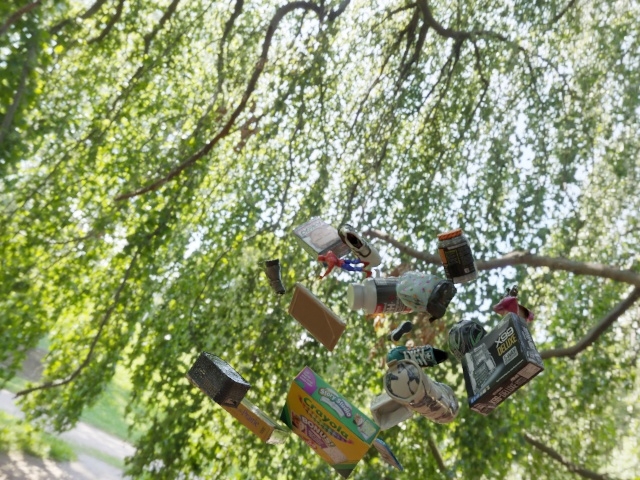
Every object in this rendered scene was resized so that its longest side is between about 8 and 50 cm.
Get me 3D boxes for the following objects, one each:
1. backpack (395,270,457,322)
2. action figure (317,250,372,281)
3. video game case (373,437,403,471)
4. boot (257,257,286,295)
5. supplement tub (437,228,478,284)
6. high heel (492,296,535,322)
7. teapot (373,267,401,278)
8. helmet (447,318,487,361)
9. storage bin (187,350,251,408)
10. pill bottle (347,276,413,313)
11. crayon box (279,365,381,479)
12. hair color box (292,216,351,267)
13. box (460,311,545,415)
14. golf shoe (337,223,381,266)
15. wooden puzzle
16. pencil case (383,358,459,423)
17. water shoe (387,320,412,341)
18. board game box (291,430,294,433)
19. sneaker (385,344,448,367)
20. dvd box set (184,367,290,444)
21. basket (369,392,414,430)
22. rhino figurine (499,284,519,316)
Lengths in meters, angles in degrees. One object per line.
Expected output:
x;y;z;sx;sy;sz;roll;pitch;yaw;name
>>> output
0.348;0.176;1.402;0.181;0.152;0.115;13;-38;49;backpack
0.085;0.128;1.870;0.280;0.092;0.139;19;-49;-33;action figure
0.285;0.930;1.811;0.119;0.015;0.166;-4;-58;58;video game case
-0.215;0.166;1.805;0.083;0.161;0.246;-12;-1;-16;boot
0.507;0.058;1.538;0.116;0.116;0.191;-15;-87;49;supplement tub
0.872;0.295;1.785;0.243;0.082;0.117;21;-38;-20;high heel
0.430;0.292;2.345;0.255;0.187;0.252;26;2;-36;teapot
0.636;0.446;1.795;0.169;0.162;0.170;25;-35;19;helmet
-0.327;0.449;1.338;0.180;0.084;0.122;28;-11;35;storage bin
0.297;0.269;2.016;0.317;0.177;0.176;0;-26;-11;pill bottle
0.023;0.718;1.623;0.362;0.106;0.313;34;-46;20;crayon box
0.000;0.000;2.191;0.347;0.173;0.105;37;-26;56;hair color box
0.651;0.450;1.512;0.076;0.243;0.308;27;-58;-7;box
0.188;0.039;1.962;0.272;0.105;0.120;42;6;-11;golf shoe
-0.013;0.264;1.431;0.221;0.044;0.239;40;-34;17;wooden puzzle
0.408;0.609;1.664;0.410;0.160;0.183;41;6;-40;pencil case
0.495;0.566;2.592;0.080;0.203;0.073;-21;-87;54;water shoe
0.060;1.041;2.286;0.389;0.050;0.390;23;-49;3;board game box
0.421;0.500;1.782;0.301;0.108;0.121;4;-23;-32;sneaker
-0.330;0.673;1.678;0.420;0.062;0.308;29;-20;21;dvd box set
0.307;0.734;1.812;0.114;0.167;0.103;63;2;-1;basket
0.925;0.292;2.017;0.073;0.106;0.243;19;-30;17;rhino figurine
